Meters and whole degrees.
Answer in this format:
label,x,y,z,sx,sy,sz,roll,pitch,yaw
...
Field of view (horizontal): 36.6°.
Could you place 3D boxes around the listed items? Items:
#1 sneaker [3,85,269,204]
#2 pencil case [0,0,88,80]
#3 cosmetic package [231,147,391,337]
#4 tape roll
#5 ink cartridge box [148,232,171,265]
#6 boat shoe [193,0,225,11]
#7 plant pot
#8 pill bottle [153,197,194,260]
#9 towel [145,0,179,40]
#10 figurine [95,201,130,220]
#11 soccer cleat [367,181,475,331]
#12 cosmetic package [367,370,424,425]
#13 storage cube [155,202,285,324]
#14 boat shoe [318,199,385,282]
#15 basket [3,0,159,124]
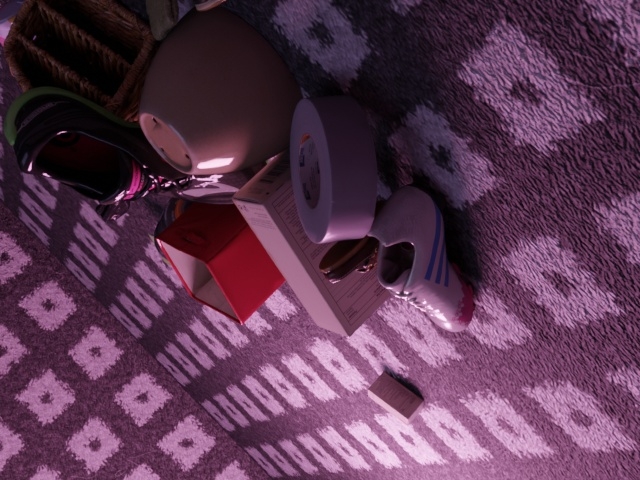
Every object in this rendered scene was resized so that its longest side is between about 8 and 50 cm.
label,x,y,z,sx,sy,sz,roll,pitch,yaw
sneaker,-0.324,-0.129,1.744,0.202,0.482,0.185,-105,31,-47
pencil case,-0.580,-0.387,2.053,0.124,0.113,0.273,-5,133,38
cosmetic package,0.000,0.000,1.702,0.113,0.160,0.309,14,141,53
tape roll,0.016,-0.107,1.456,0.219,0.072,0.219,173,90,-73
ink cartridge box,-0.336,0.032,2.455,0.209,0.062,0.109,24,149,42
boat shoe,-0.122,-0.387,1.368,0.223,0.080,0.073,-7,119,56
plant pot,-0.190,-0.220,1.613,0.284,0.191,0.284,38,156,20
pill bottle,-0.299,-0.035,2.188,0.130,0.130,0.245,46,158,-1
towel,-0.256,-0.403,1.546,0.110,0.027,0.148,167,94,-66
figurine,-0.563,-0.177,2.481,0.215,0.092,0.209,46,150,0
soccer cleat,0.152,0.056,1.551,0.116,0.143,0.331,25,150,40
cosmetic package,0.166,0.348,2.133,0.115,0.060,0.041,36,157,24
storage cube,-0.188,0.023,2.016,0.183,0.193,0.215,22,149,43
boat shoe,0.071,0.013,1.554,0.073,0.207,0.073,-15,112,40
basket,-0.464,-0.339,1.850,0.299,0.213,0.223,37,157,18
